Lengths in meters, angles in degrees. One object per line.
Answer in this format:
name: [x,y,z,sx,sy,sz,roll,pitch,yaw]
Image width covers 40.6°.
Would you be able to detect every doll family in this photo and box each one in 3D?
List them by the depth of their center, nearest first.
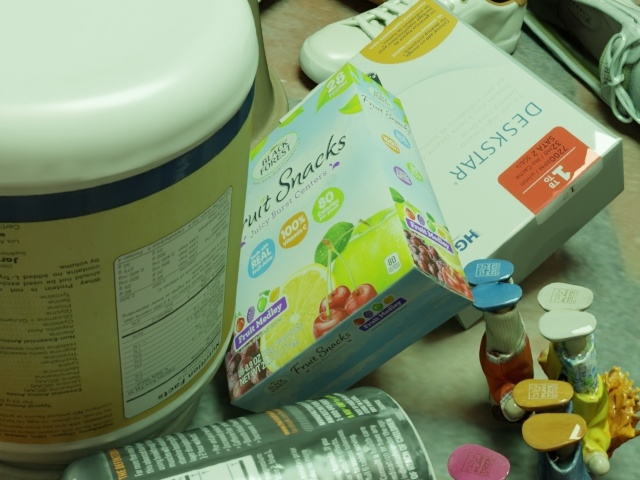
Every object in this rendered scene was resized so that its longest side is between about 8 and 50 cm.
doll family: [0.154,0.139,0.547,0.118,0.163,0.263,-5,38,20]

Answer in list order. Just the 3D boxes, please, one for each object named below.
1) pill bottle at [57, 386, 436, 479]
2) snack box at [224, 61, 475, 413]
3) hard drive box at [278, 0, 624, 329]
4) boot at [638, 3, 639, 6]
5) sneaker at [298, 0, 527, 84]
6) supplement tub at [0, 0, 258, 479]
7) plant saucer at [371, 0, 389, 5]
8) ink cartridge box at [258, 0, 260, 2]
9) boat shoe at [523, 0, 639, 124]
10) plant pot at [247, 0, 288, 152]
pill bottle: [-0.064,0.171,0.488,0.245,0.130,0.130,-10,48,-19]
snack box: [0.000,0.000,0.634,0.070,0.174,0.207,29,33,-37]
hard drive box: [0.108,-0.073,0.739,0.181,0.089,0.232,-42,59,-3]
boot: [0.429,-0.197,0.982,0.219,0.082,0.106,29,45,15]
sneaker: [0.106,-0.251,0.948,0.290,0.123,0.106,-20,54,-26]
supplement tub: [-0.160,-0.012,0.518,0.228,0.316,0.228,5,45,-5]
plant saucer: [0.089,-0.350,1.071,0.199,0.037,0.200,12,54,-18]
ink cartridge box: [-0.110,-0.367,1.075,0.224,0.045,0.223,30,48,15]
boat shoe: [0.318,-0.212,0.958,0.103,0.118,0.320,-9,44,-10]
plant pot: [-0.147,-0.177,0.751,0.263,0.229,0.263,6,44,-5]
